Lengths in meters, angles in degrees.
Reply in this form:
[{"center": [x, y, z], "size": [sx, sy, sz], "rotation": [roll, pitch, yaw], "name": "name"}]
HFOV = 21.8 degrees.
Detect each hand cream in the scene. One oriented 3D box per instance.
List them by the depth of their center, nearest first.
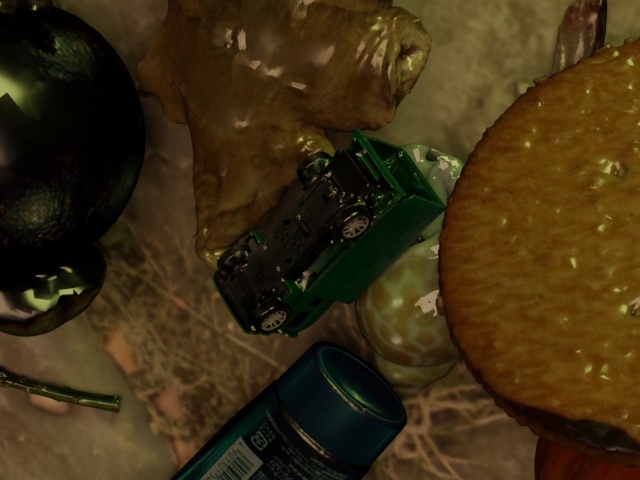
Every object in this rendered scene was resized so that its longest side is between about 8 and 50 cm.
[{"center": [-0.049, 0.188, 1.207], "size": [0.120, 0.061, 0.270], "rotation": [40, 117, -1], "name": "hand cream"}]

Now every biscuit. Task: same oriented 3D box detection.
[{"center": [0.219, 0.000, 1.034], "size": [0.305, 0.038, 0.305], "rotation": [-9, 60, 16], "name": "biscuit"}]

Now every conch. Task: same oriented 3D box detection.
[{"center": [0.076, 0.021, 1.154], "size": [0.116, 0.106, 0.172], "rotation": [-12, 84, 15], "name": "conch"}]

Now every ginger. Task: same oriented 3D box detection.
[{"center": [-0.033, -0.115, 1.135], "size": [0.219, 0.123, 0.270], "rotation": [9, 108, 23], "name": "ginger"}]

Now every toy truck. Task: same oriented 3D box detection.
[{"center": [0.000, 0.000, 1.105], "size": [0.147, 0.079, 0.065], "rotation": [-46, 56, 19], "name": "toy truck"}]

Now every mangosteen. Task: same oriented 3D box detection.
[{"center": [-0.225, -0.058, 1.130], "size": [0.243, 0.243, 0.242], "rotation": [1, 100, 8], "name": "mangosteen"}]

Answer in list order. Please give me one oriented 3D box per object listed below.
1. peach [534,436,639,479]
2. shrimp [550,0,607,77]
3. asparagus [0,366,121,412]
[{"center": [0.273, 0.145, 1.081], "size": [0.232, 0.232, 0.256], "rotation": [41, 108, 0], "name": "peach"}, {"center": [0.232, -0.140, 1.126], "size": [0.144, 0.052, 0.251], "rotation": [9, 101, 10], "name": "shrimp"}, {"center": [-0.205, 0.112, 1.253], "size": [0.114, 0.014, 0.015], "rotation": [12, 67, 6], "name": "asparagus"}]
